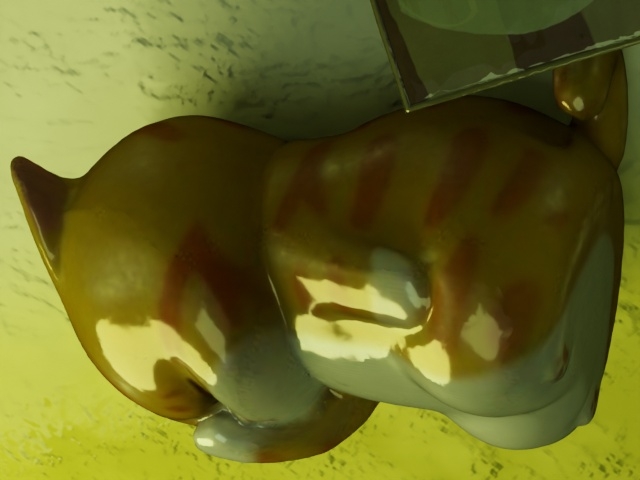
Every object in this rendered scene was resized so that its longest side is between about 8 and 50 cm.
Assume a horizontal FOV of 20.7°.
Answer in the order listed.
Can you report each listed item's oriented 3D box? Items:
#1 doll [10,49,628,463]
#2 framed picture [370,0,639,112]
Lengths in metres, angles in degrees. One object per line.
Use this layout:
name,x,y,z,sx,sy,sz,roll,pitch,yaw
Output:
doll,0.010,0.015,0.785,0.270,0.162,0.166,-7,154,13
framed picture,0.064,-0.162,0.674,0.136,0.010,0.201,-15,96,24
